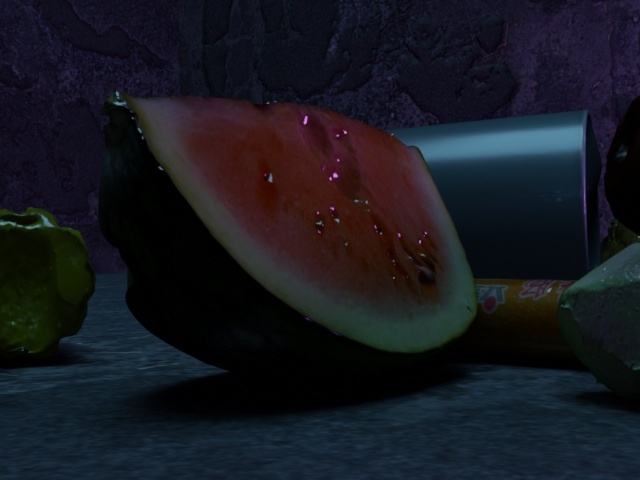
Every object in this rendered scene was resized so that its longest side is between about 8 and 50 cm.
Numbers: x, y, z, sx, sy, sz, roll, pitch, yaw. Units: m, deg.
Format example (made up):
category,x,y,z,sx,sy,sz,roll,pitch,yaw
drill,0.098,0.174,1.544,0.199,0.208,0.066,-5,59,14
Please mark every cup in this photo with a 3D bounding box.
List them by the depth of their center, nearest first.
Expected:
category,x,y,z,sx,sy,sz,roll,pitch,yaw
cup,0.124,-0.020,0.913,0.312,0.206,0.205,-1,-1,21

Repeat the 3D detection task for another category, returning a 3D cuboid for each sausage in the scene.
category,x,y,z,sx,sy,sz,roll,pitch,yaw
sausage,0.102,0.052,0.602,0.347,0.053,0.053,-1,-1,38

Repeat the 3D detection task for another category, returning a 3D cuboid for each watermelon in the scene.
category,x,y,z,sx,sy,sz,roll,pitch,yaw
watermelon,-0.015,0.021,0.525,0.128,0.159,0.303,-35,-17,29

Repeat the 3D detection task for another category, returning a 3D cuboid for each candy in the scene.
category,x,y,z,sx,sy,sz,roll,pitch,yaw
candy,-0.229,0.034,0.666,0.094,0.106,0.199,18,-10,-21

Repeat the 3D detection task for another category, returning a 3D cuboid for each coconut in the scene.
category,x,y,z,sx,sy,sz,roll,pitch,yaw
coconut,0.162,0.039,0.425,0.081,0.082,0.083,-26,-38,-13

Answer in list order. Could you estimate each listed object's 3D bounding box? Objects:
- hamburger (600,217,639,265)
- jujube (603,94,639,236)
category,x,y,z,sx,sy,sz,roll,pitch,yaw
hamburger,0.436,0.019,1.084,0.183,0.130,0.206,-3,2,-8
jujube,0.437,-0.043,0.844,0.318,0.223,0.223,17,0,2
